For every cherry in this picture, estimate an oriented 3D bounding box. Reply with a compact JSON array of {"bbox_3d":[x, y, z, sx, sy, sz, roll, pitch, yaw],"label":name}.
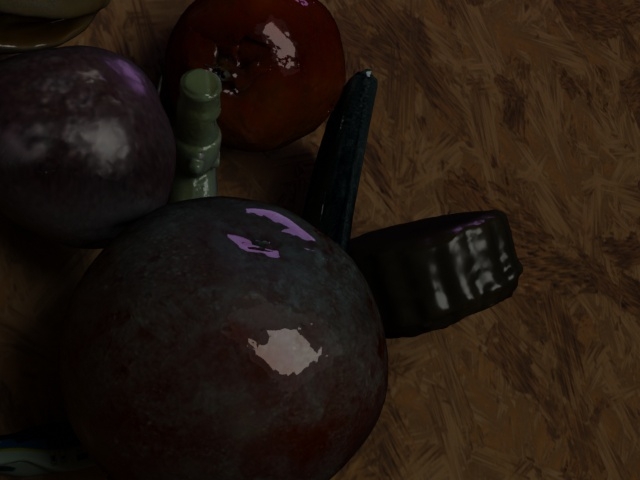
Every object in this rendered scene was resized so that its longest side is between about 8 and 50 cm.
[{"bbox_3d":[-0.247,-0.096,1.427,0.266,0.184,0.213,-4,48,-39],"label":"cherry"}]

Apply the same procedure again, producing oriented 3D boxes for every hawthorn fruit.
[{"bbox_3d":[-0.083,-0.194,1.605,0.211,0.211,0.299,62,15,-9],"label":"hawthorn fruit"}]

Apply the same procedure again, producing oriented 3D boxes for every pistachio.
[{"bbox_3d":[-0.329,-0.280,1.439,0.288,0.166,0.197,-8,55,-44],"label":"pistachio"}]

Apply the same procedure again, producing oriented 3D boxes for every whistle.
[{"bbox_3d":[-0.140,-0.080,1.533,0.067,0.258,0.126,2,52,-9],"label":"whistle"}]

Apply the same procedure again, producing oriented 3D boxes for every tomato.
[{"bbox_3d":[-0.093,0.110,1.361,0.316,0.283,0.317,11,32,-7],"label":"tomato"}]

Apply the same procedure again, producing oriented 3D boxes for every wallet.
[{"bbox_3d":[0.000,0.000,1.659,0.046,0.191,0.379,16,59,-11],"label":"wallet"}]

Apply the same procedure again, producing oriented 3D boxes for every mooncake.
[{"bbox_3d":[0.135,0.040,1.767,0.228,0.228,0.124,-21,97,-49],"label":"mooncake"}]

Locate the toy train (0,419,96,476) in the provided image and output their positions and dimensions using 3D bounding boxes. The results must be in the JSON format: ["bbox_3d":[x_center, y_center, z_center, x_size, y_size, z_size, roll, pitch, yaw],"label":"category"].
[{"bbox_3d":[-0.264,0.204,1.392,0.234,0.052,0.051,-9,86,-49],"label":"toy train"}]

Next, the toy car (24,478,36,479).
[{"bbox_3d":[-0.275,0.294,1.342,0.069,0.055,0.142,40,38,-40],"label":"toy car"}]
